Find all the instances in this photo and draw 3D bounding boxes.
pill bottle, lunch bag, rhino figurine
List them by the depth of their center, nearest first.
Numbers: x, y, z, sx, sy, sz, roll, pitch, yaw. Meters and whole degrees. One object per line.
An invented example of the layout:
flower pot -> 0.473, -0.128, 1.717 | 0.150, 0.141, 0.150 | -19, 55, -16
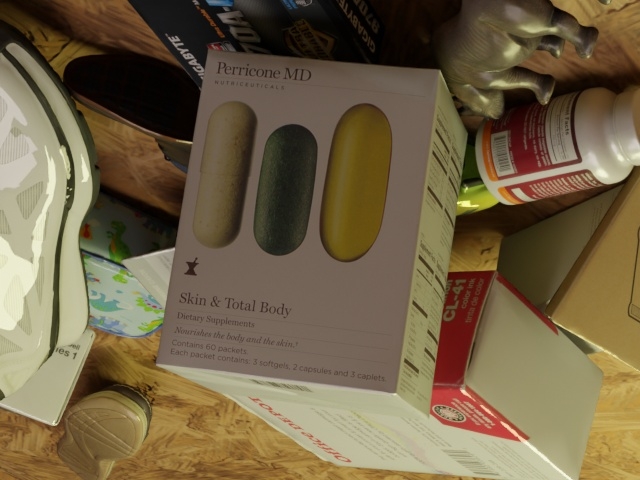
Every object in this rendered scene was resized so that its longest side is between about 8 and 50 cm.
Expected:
rhino figurine -> 0.147, -0.159, 1.447 | 0.106, 0.073, 0.243 | 18, 155, -9
pill bottle -> 0.219, -0.085, 1.535 | 0.152, 0.086, 0.086 | -12, 143, 35
lunch bag -> -0.251, 0.020, 1.882 | 0.219, 0.090, 0.176 | 24, 147, -20

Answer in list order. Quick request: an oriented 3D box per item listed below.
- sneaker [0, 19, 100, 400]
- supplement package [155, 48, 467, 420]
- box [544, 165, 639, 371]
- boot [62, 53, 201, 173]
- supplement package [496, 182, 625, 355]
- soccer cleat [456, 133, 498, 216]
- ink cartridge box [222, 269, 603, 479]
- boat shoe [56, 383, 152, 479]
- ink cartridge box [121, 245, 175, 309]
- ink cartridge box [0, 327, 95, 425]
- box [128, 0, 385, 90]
sneaker -> -0.338, 0.017, 1.619 | 0.169, 0.257, 0.447 | 21, 139, 20
supplement package -> 0.000, 0.000, 1.474 | 0.199, 0.263, 0.198 | 6, 170, 12
box -> 0.315, 0.018, 1.593 | 0.164, 0.201, 0.021 | 30, -176, -27
boot -> -0.143, -0.101, 1.643 | 0.219, 0.082, 0.106 | 17, 147, -13
supplement package -> 0.264, 0.035, 1.704 | 0.105, 0.105, 0.179 | 29, 146, -28
soccer cleat -> 0.038, -0.027, 1.646 | 0.289, 0.093, 0.121 | -12, 135, 7
ink cartridge box -> 0.087, 0.134, 1.725 | 0.306, 0.131, 0.226 | 0, 152, 40
boat shoe -> -0.267, 0.230, 2.249 | 0.103, 0.092, 0.285 | 34, 151, 0
ink cartridge box -> -0.039, 0.043, 1.835 | 0.239, 0.060, 0.275 | -12, 144, 19
ink cartridge box -> -0.396, 0.112, 1.977 | 0.201, 0.117, 0.278 | 25, 170, -21
box -> -0.069, -0.212, 1.456 | 0.175, 0.051, 0.220 | -5, 147, 27
